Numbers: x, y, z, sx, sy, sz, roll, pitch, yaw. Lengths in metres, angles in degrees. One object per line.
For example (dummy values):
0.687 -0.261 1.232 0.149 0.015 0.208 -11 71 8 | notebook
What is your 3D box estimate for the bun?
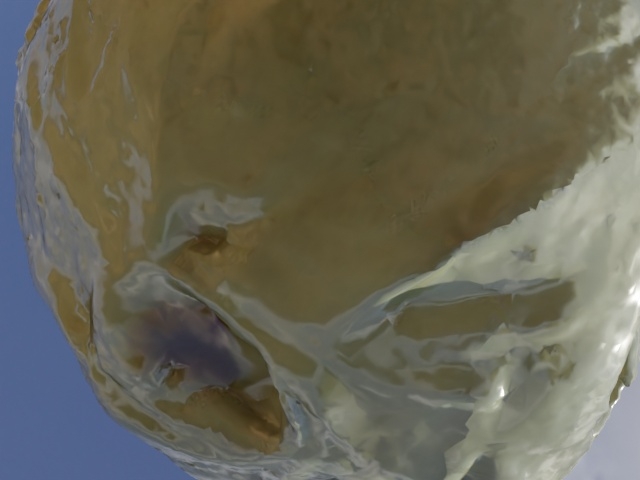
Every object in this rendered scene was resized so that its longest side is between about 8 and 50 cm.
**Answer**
-0.004 0.003 0.620 0.364 0.364 0.202 1 -146 27 | bun
